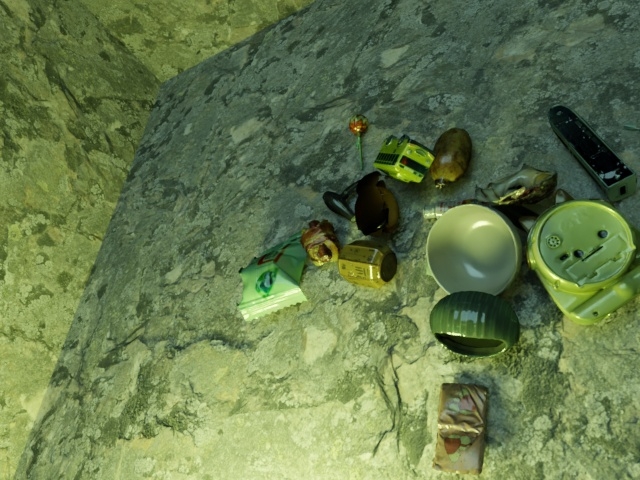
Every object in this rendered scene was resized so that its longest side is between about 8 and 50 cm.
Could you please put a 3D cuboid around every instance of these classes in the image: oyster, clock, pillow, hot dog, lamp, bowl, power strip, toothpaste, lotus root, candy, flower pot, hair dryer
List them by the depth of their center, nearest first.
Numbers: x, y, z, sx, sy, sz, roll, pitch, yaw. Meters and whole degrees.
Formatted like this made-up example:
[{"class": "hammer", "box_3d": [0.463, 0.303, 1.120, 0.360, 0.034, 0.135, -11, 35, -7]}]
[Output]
[{"class": "clock", "box_3d": [0.697, 0.023, 1.447, 0.286, 0.117, 0.348, -38, 66, 7]}, {"class": "pillow", "box_3d": [0.376, 0.498, 1.453, 0.135, 0.049, 0.248, -10, 48, 31]}, {"class": "flower pot", "box_3d": [0.426, 0.231, 1.518, 0.243, 0.189, 0.157, 1, 52, 27]}, {"class": "oyster", "box_3d": [0.581, -0.150, 1.587, 0.272, 0.100, 0.275, -3, 21, 4]}, {"class": "bowl", "box_3d": [0.475, 0.031, 1.625, 0.287, 0.144, 0.286, 7, 100, 41]}, {"class": "power strip", "box_3d": [0.625, -0.082, 1.673, 0.070, 0.105, 0.257, -45, 42, -3]}, {"class": "toothpaste", "box_3d": [0.471, -0.105, 1.856, 0.234, 0.057, 0.089, -2, 55, 27]}, {"class": "lamp", "box_3d": [0.160, 0.080, 1.871, 0.185, 0.161, 0.161, 9, 64, 42]}, {"class": "lotus root", "box_3d": [0.461, -0.290, 1.948, 0.145, 0.128, 0.260, -9, 49, 50]}, {"class": "hot dog", "box_3d": [0.226, -0.124, 2.007, 0.194, 0.107, 0.325, -31, 36, 39]}, {"class": "hot dog", "box_3d": [0.000, 0.000, 2.082, 0.146, 0.103, 0.213, -23, 46, -4]}, {"class": "candy", "box_3d": [-0.165, 0.114, 2.119, 0.263, 0.171, 0.397, -14, 29, 16]}, {"class": "hair dryer", "box_3d": [0.134, -0.183, 2.174, 0.219, 0.075, 0.195, -42, 52, -8]}, {"class": "candy", "box_3d": [0.171, -0.420, 2.331, 0.084, 0.078, 0.287, 0, 61, -7]}]

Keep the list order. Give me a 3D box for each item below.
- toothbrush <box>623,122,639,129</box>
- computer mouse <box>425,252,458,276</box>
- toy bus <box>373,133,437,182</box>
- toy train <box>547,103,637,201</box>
[{"class": "toothbrush", "box_3d": [1.021, -0.327, 1.629, 0.019, 0.016, 0.220, -47, 40, -15]}, {"class": "computer mouse", "box_3d": [0.402, 0.024, 1.787, 0.126, 0.071, 0.231, -6, 55, 34]}, {"class": "toy bus", "box_3d": [0.303, -0.295, 1.994, 0.149, 0.128, 0.262, -62, 16, 4]}, {"class": "toy train", "box_3d": [0.826, -0.285, 1.690, 0.087, 0.088, 0.406, -28, 45, 15]}]
